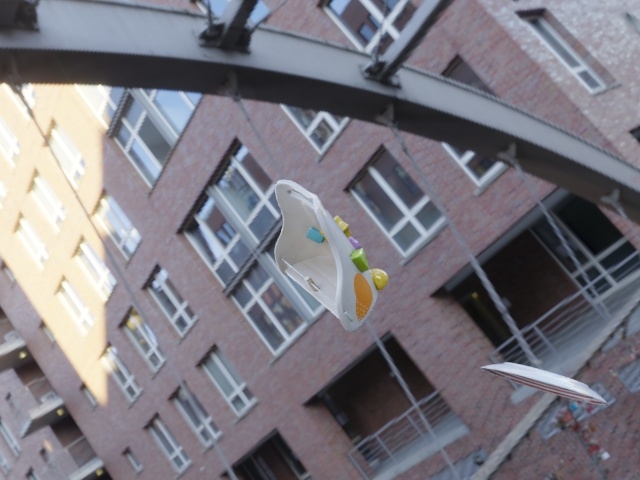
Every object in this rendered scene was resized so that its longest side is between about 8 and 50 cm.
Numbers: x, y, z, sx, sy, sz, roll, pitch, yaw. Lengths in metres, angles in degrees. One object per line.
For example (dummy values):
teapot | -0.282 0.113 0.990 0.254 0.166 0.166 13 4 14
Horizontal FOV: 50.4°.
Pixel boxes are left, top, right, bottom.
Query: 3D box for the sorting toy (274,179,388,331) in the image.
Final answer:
sorting toy | 0.000 0.000 0.404 0.045 0.083 0.075 -36 -54 -14

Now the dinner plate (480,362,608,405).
dinner plate | 0.253 0.160 0.772 0.141 0.141 0.017 65 -139 -78
